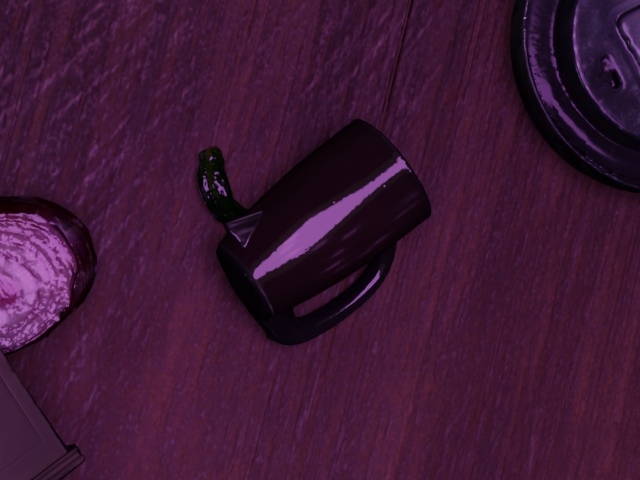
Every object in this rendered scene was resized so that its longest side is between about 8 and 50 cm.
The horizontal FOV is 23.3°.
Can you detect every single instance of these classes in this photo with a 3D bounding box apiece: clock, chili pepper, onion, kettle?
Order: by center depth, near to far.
[{"bbox_3d":[-0.356,0.011,1.680,0.195,0.140,0.218,-34,98,6],"label":"onion"},{"bbox_3d":[0.000,0.000,1.784,0.232,0.144,0.202,-37,132,-11],"label":"kettle"},{"bbox_3d":[-0.108,-0.052,1.802,0.055,0.035,0.118,-40,97,-13],"label":"chili pepper"},{"bbox_3d":[0.420,-0.243,1.913,0.386,0.076,0.386,1,87,-12],"label":"clock"}]

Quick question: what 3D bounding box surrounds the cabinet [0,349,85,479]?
[{"bbox_3d":[-0.469,0.191,1.551,0.290,0.227,0.318,-32,93,26],"label":"cabinet"}]
